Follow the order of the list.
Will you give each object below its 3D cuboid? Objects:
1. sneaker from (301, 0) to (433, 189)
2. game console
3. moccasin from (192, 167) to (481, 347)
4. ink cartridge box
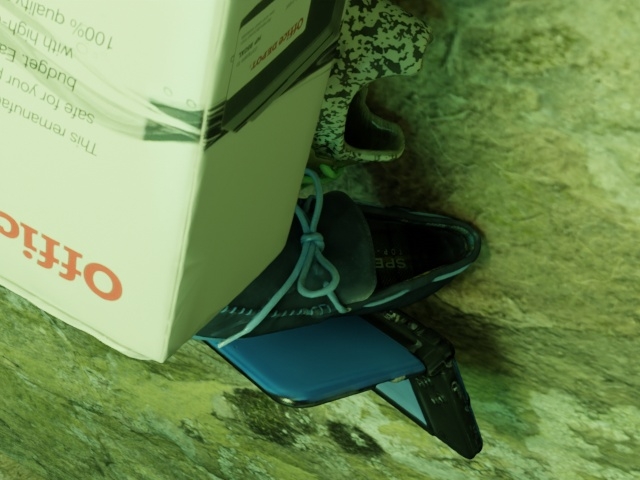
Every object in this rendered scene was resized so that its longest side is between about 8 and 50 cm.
[{"bbox_3d":[-0.025,-0.087,0.869,0.182,0.158,0.410,25,151,-3],"label":"sneaker"},{"bbox_3d":[-0.013,0.121,1.007,0.293,0.173,0.250,32,154,46],"label":"game console"},{"bbox_3d":[0.000,0.000,0.836,0.116,0.342,0.138,-25,79,44],"label":"moccasin"},{"bbox_3d":[-0.135,-0.171,0.557,0.285,0.166,0.395,27,127,15],"label":"ink cartridge box"}]
